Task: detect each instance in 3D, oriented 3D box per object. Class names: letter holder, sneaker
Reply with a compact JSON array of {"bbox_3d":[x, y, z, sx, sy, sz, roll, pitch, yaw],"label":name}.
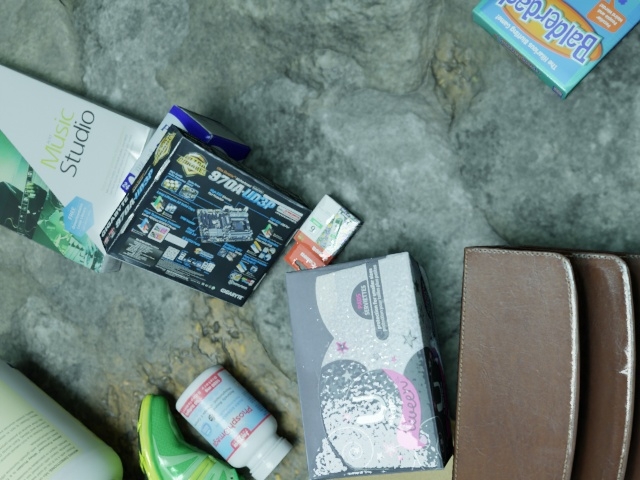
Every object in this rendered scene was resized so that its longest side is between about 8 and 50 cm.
[{"bbox_3d":[0.281,0.162,0.707,0.214,0.152,0.302,4,93,39],"label":"letter holder"},{"bbox_3d":[-0.176,0.352,0.910,0.123,0.109,0.296,-23,70,-26],"label":"sneaker"}]

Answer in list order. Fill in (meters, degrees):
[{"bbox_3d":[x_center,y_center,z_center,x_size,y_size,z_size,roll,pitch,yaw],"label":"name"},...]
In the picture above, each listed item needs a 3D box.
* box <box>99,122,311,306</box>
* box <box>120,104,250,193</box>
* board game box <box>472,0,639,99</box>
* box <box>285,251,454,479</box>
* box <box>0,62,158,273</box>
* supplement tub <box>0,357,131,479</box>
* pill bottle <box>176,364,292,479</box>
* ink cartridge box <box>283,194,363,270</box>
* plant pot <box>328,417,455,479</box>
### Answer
[{"bbox_3d":[-0.145,-0.023,0.830,0.175,0.220,0.051,-54,39,11],"label":"box"},{"bbox_3d":[-0.182,-0.101,0.876,0.072,0.126,0.137,39,101,14],"label":"box"},{"bbox_3d":[0.318,-0.306,0.775,0.160,0.047,0.210,45,103,10],"label":"board game box"},{"bbox_3d":[0.064,0.154,0.785,0.163,0.142,0.248,-11,78,15],"label":"box"},{"bbox_3d":[-0.417,-0.118,0.976,0.321,0.058,0.233,23,97,14],"label":"box"},{"bbox_3d":[-0.437,0.345,0.901,0.324,0.235,0.236,35,100,12],"label":"supplement tub"},{"bbox_3d":[-0.118,0.257,0.888,0.160,0.087,0.087,41,101,10],"label":"pill bottle"},{"bbox_3d":[0.000,0.000,0.879,0.063,0.029,0.115,40,100,11],"label":"ink cartridge box"},{"bbox_3d":[0.109,0.327,0.856,0.236,0.032,0.237,0,91,15],"label":"plant pot"}]
